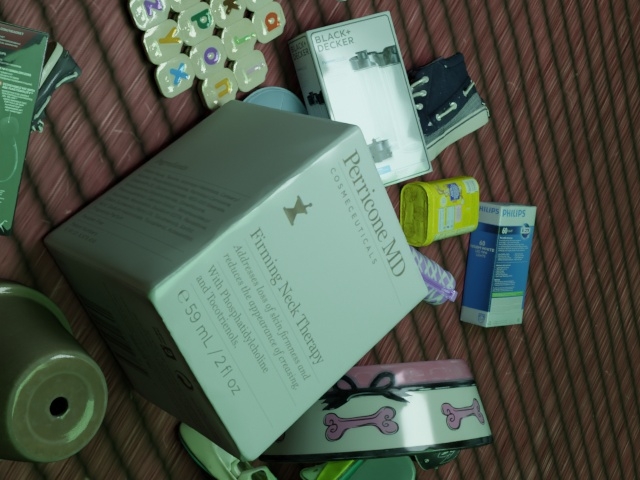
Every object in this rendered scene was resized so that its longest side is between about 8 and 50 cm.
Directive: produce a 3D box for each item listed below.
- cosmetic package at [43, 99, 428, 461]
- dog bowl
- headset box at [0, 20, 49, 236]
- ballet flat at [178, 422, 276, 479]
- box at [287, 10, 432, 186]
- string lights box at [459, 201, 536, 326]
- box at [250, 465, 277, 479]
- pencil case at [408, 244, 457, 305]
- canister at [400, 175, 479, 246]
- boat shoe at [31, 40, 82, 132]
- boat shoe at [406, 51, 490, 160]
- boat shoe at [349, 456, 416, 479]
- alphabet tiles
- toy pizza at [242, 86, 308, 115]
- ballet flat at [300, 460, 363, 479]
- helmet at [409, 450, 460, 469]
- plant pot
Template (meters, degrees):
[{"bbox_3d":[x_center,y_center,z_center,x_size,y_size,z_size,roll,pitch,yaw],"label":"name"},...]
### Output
[{"bbox_3d":[-0.121,0.041,1.589,0.393,0.327,0.329,-41,124,-24],"label":"cosmetic package"},{"bbox_3d":[0.090,0.292,1.848,0.408,0.408,0.150,4,79,-45],"label":"dog bowl"},{"bbox_3d":[-0.472,-0.169,1.329,0.218,0.110,0.293,10,92,-22],"label":"headset box"},{"bbox_3d":[-0.132,0.382,1.768,0.086,0.086,0.248,-38,87,-32],"label":"ballet flat"},{"bbox_3d":[0.068,-0.231,1.828,0.169,0.087,0.290,-17,96,-22],"label":"box"},{"bbox_3d":[0.383,0.049,2.282,0.133,0.076,0.260,0,99,-45],"label":"string lights box"},{"bbox_3d":[-0.176,0.495,1.817,0.244,0.100,0.060,-43,125,-29],"label":"box"},{"bbox_3d":[0.182,0.060,2.081,0.206,0.088,0.086,29,80,-45],"label":"pencil case"},{"bbox_3d":[0.241,-0.062,2.123,0.170,0.073,0.126,-12,107,-44],"label":"canister"},{"bbox_3d":[-0.398,-0.178,1.473,0.065,0.075,0.206,42,65,-38],"label":"boat shoe"},{"bbox_3d":[0.173,-0.234,2.004,0.340,0.127,0.158,-35,108,-37],"label":"boat shoe"},{"bbox_3d":[0.016,0.511,1.982,0.367,0.136,0.156,-39,172,-4],"label":"boat shoe"},{"bbox_3d":[-0.176,-0.358,1.687,0.278,0.021,0.284,-38,123,-32],"label":"alphabet tiles"},{"bbox_3d":[-0.089,-0.161,1.808,0.201,0.032,0.201,-12,107,-44],"label":"toy pizza"},{"bbox_3d":[-0.020,0.450,1.878,0.231,0.077,0.077,-52,164,-5],"label":"ballet flat"},{"bbox_3d":[0.217,0.372,2.129,0.169,0.161,0.169,-11,107,-42],"label":"helmet"},{"bbox_3d":[-0.412,0.197,1.433,0.263,0.229,0.263,-12,107,-41],"label":"plant pot"}]
